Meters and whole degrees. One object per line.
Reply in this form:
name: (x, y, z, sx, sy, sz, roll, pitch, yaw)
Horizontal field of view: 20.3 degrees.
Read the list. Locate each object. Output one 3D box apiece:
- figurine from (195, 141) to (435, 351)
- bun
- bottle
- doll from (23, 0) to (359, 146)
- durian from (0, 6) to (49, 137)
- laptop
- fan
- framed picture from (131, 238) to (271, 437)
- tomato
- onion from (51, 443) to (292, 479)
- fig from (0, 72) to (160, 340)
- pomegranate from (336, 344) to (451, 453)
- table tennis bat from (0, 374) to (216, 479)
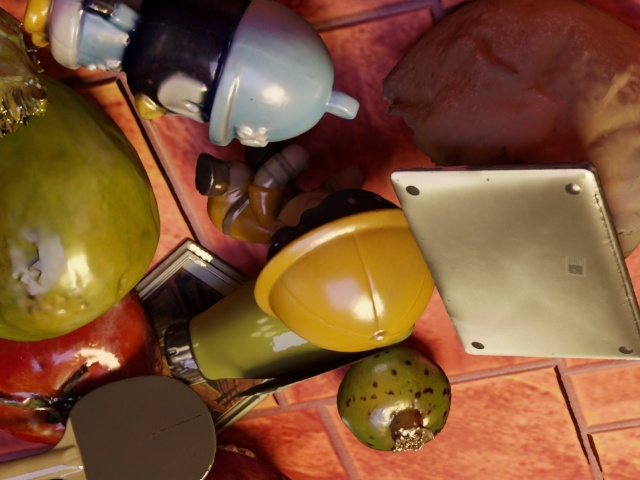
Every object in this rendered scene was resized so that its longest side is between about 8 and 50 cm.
figurine: (-0.001, 0.005, 1.732, 0.192, 0.257, 0.167, -2, 118, -43)
bun: (0.206, -0.081, 1.651, 0.281, 0.205, 0.282, 2, 131, 2)
bottle: (-0.036, 0.085, 1.875, 0.260, 0.112, 0.112, -18, 127, 15)
doll: (-0.115, -0.167, 1.650, 0.314, 0.141, 0.177, 16, 171, 4)
durian: (-0.416, -0.145, 1.660, 0.394, 0.198, 0.163, 6, 156, 25)
laptop: (0.183, 0.024, 1.617, 0.187, 0.015, 0.269, 0, 140, 24)
fan: (-0.051, 0.155, 1.848, 0.190, 0.329, 0.009, -18, 90, 47)
framed picture: (-0.146, 0.129, 2.001, 0.216, 0.016, 0.273, 34, 126, -22)
tomato: (-0.273, 0.152, 1.938, 0.227, 0.101, 0.228, -3, 131, -4)
onion: (-0.175, 0.416, 2.011, 0.347, 0.385, 0.348, 5, 161, 2)
fig: (-0.284, -0.047, 1.720, 0.233, 0.233, 0.314, -10, 135, 15)
pomegranate: (0.082, 0.179, 1.944, 0.130, 0.130, 0.130, 3, 131, 4)
table tennis bat: (-0.231, 0.223, 1.878, 0.246, 0.022, 0.138, -15, 88, 3)
